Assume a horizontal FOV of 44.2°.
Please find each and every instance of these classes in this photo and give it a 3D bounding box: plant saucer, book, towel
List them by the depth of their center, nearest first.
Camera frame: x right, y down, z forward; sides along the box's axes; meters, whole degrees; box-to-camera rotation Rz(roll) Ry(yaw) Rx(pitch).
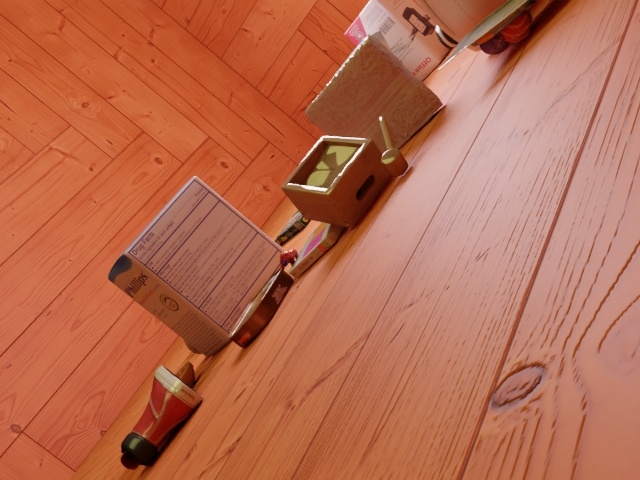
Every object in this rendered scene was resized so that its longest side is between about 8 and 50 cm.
[{"bbox_3d":[0.000,0.000,1.407,0.144,0.035,0.096,-44,12,50],"label":"book"},{"bbox_3d":[0.091,-0.248,1.495,0.049,0.187,0.282,-50,4,-32],"label":"towel"},{"bbox_3d":[-0.330,0.348,1.677,0.200,0.037,0.200,-49,7,9],"label":"plant saucer"}]

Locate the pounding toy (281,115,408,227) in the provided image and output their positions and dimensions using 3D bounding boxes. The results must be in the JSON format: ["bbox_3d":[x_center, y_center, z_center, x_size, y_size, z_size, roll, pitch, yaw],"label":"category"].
[{"bbox_3d":[0.072,-0.112,1.304,0.206,0.094,0.181,13,59,48],"label":"pounding toy"}]

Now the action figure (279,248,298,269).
[{"bbox_3d":[-0.059,0.039,1.489,0.038,0.030,0.115,-12,-17,-7],"label":"action figure"}]

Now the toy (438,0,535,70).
[{"bbox_3d":[0.290,-0.328,1.158,0.237,0.056,0.137,-39,9,39],"label":"toy"}]

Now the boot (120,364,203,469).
[{"bbox_3d":[-0.308,0.327,1.445,0.176,0.088,0.244,-53,10,-12],"label":"boot"}]

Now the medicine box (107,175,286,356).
[{"bbox_3d":[-0.264,0.057,1.733,0.263,0.289,0.149,-55,8,-37],"label":"medicine box"}]

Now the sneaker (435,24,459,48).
[{"bbox_3d":[0.359,-0.558,1.866,0.234,0.084,0.097,-53,8,-18],"label":"sneaker"}]

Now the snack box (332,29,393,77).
[{"bbox_3d":[0.137,-0.412,2.092,0.060,0.187,0.322,-31,1,-14],"label":"snack box"}]

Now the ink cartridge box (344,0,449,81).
[{"bbox_3d":[0.208,-0.531,2.073,0.100,0.237,0.172,-49,5,-34],"label":"ink cartridge box"}]

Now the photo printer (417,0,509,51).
[{"bbox_3d":[0.279,-0.493,1.316,0.307,0.256,0.107,-51,26,-6],"label":"photo printer"}]

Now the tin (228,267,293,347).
[{"bbox_3d":[-0.107,0.122,1.430,0.106,0.040,0.189,-41,10,34],"label":"tin"}]

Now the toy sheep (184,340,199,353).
[{"bbox_3d":[-0.275,0.219,1.826,0.091,0.091,0.132,-50,12,2],"label":"toy sheep"}]

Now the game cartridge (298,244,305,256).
[{"bbox_3d":[-0.015,0.005,1.554,0.083,0.017,0.056,-51,3,-5],"label":"game cartridge"}]

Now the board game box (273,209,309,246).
[{"bbox_3d":[-0.049,-0.065,2.135,0.136,0.030,0.260,-51,6,-22],"label":"board game box"}]
